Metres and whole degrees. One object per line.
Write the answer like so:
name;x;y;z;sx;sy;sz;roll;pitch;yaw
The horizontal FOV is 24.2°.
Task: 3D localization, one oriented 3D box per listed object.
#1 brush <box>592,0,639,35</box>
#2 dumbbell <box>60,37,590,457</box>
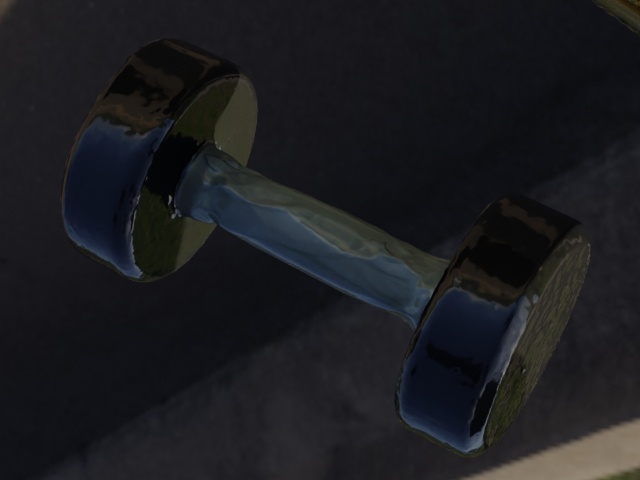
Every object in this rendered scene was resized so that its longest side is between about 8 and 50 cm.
brush;0.028;-0.117;0.460;0.218;0.082;0.010;37;109;5
dumbbell;0.000;0.000;0.584;0.191;0.100;0.100;26;155;19
